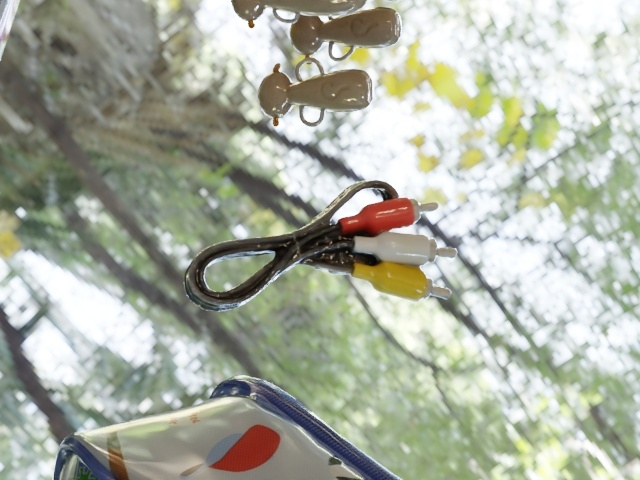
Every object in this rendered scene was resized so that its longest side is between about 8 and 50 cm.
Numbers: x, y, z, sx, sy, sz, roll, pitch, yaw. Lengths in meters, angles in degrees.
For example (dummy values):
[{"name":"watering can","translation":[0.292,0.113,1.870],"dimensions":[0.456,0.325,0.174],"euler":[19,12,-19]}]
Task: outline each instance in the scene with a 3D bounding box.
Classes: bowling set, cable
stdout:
[{"name":"bowling set","translation":[0.004,-0.261,1.801],"dimensions":[0.154,0.200,0.287],"euler":[-2,-89,25]},{"name":"cable","translation":[0.000,0.000,1.710],"dimensions":[0.072,0.287,0.140],"euler":[-31,-116,59]}]

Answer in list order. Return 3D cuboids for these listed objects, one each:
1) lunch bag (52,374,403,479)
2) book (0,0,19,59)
[{"name":"lunch bag","translation":[-0.013,0.224,0.655],"dimensions":[0.115,0.303,0.243],"euler":[-17,-150,-35]},{"name":"book","translation":[-0.266,-0.211,1.416],"dimensions":[0.096,0.035,0.144],"euler":[-102,-145,-70]}]
